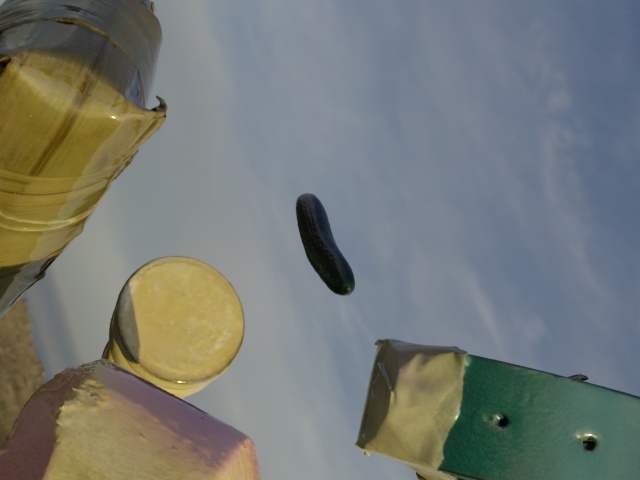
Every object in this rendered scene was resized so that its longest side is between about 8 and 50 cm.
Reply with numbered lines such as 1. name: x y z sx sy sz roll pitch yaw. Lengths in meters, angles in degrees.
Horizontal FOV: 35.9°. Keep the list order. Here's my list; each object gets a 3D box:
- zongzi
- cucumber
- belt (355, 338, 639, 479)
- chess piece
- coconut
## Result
1. zongzi: -0.297 -0.125 1.059 0.418 0.181 0.447 -55 -161 27
2. cucumber: 0.000 0.000 1.506 0.284 0.056 0.056 -114 -166 -55
3. belt: 0.263 0.239 1.230 0.300 0.436 0.173 149 -48 -75
4. chess piece: -0.221 0.153 1.283 0.300 0.167 0.167 -47 -118 54
5. coconut: -0.156 0.243 0.847 0.245 0.233 0.233 30 -29 11
